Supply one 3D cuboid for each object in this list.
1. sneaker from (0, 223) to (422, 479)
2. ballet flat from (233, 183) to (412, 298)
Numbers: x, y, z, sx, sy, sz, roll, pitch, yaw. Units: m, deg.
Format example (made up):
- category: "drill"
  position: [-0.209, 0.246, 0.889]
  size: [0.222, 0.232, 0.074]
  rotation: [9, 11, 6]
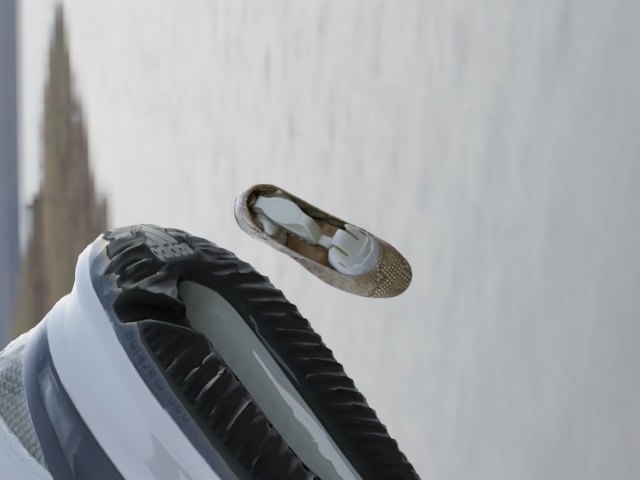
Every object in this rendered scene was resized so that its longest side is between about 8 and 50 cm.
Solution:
- category: "sneaker"
  position: [-0.021, 0.239, 0.714]
  size: [0.447, 0.257, 0.169]
  rotation: [54, -157, 15]
- category: "ballet flat"
  position: [0.000, 0.000, 1.977]
  size: [0.067, 0.206, 0.073]
  rotation: [88, -154, -73]
